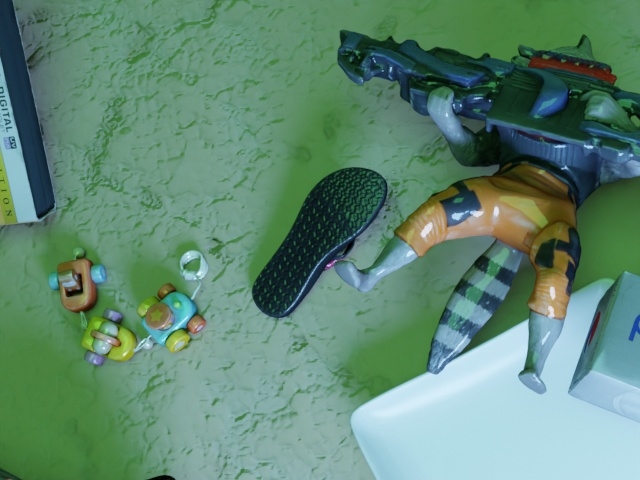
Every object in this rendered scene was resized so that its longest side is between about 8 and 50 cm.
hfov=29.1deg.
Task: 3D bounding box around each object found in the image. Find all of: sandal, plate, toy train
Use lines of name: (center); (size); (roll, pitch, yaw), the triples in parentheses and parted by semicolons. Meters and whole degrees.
sandal: (0.000, 0.000, 1.206); (0.067, 0.040, 0.179); (45, 104, 24)
plate: (0.206, 0.215, 1.099); (0.277, 0.045, 0.278); (-29, 72, 4)
toy train: (-0.197, 0.058, 1.228); (0.166, 0.046, 0.125); (-7, 76, 12)

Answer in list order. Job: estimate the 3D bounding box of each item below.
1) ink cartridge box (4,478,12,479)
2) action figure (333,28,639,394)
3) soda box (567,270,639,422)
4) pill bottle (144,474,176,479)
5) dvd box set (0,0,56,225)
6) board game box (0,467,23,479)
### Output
ink cartridge box: (-0.330, 0.433, 1.005); (0.385, 0.091, 0.308); (-37, 85, 0)
action figure: (0.147, -0.060, 1.120); (0.341, 0.178, 0.330); (25, 66, 25)
soda box: (0.362, 0.130, 1.026); (0.286, 0.091, 0.098); (22, 71, 6)
pill bottle: (-0.154, 0.333, 1.105); (0.123, 0.123, 0.219); (-19, 87, 8)
dvd box set: (-0.504, -0.148, 1.268); (0.420, 0.062, 0.308); (-5, 107, 11)
board game box: (-0.371, 0.346, 1.149); (0.144, 0.142, 0.275); (23, 83, 16)
